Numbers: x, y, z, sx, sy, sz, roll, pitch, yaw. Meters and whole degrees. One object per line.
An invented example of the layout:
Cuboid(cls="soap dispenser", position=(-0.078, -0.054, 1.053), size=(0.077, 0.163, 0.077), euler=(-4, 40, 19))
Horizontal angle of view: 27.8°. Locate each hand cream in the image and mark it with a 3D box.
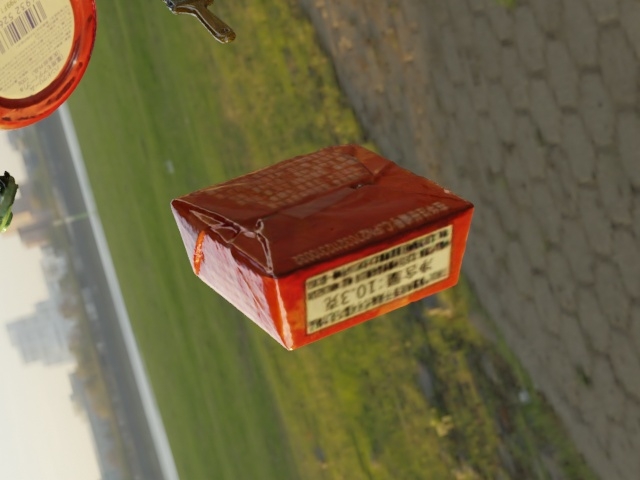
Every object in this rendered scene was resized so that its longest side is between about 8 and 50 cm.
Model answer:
Cuboid(cls="hand cream", position=(-0.370, -0.242, 1.425), size=(0.149, 0.230, 0.230), euler=(23, 136, 36))

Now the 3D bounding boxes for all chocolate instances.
Cuboid(cls="chocolate", position=(0.000, 0.000, 1.335), size=(0.235, 0.237, 0.108), euler=(31, 133, 52))

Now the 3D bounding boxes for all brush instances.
Cuboid(cls="brush", position=(-0.115, -0.219, 1.244), size=(0.170, 0.043, 0.014), euler=(-132, 26, -54))

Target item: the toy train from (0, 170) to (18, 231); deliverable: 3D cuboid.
Cuboid(cls="toy train", position=(-0.522, 0.072, 1.579), size=(0.272, 0.179, 0.442), euler=(-36, 38, 42))
